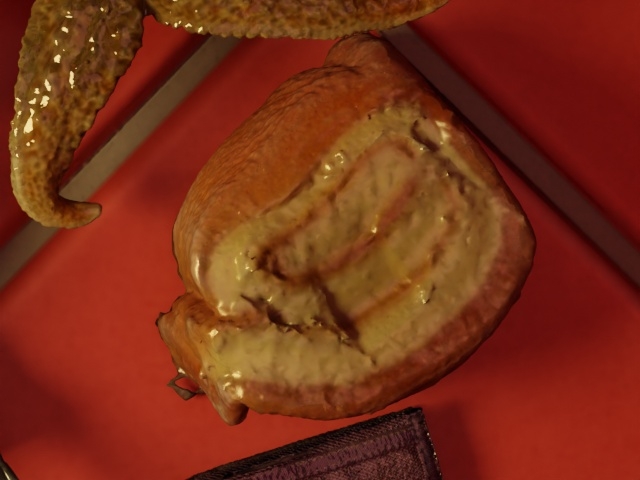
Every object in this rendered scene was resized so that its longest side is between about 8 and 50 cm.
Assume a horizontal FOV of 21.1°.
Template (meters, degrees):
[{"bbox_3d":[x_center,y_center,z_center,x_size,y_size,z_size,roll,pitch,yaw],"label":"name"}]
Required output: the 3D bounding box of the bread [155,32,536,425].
[{"bbox_3d":[0.008,0.010,1.032,0.244,0.123,0.190,-45,97,-10],"label":"bread"}]

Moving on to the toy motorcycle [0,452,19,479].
[{"bbox_3d":[-0.285,0.045,0.954,0.212,0.125,0.358,-9,93,-26],"label":"toy motorcycle"}]

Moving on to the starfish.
[{"bbox_3d":[-0.115,-0.169,1.009,0.375,0.094,0.327,24,80,9],"label":"starfish"}]

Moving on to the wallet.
[{"bbox_3d":[0.001,0.177,1.063,0.166,0.030,0.111,-17,88,-13],"label":"wallet"}]
